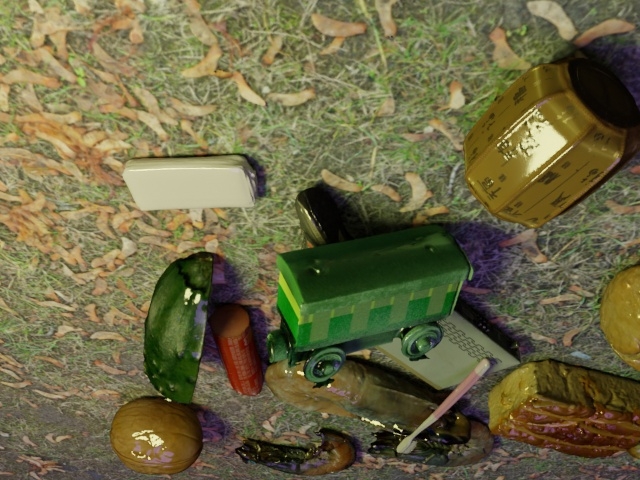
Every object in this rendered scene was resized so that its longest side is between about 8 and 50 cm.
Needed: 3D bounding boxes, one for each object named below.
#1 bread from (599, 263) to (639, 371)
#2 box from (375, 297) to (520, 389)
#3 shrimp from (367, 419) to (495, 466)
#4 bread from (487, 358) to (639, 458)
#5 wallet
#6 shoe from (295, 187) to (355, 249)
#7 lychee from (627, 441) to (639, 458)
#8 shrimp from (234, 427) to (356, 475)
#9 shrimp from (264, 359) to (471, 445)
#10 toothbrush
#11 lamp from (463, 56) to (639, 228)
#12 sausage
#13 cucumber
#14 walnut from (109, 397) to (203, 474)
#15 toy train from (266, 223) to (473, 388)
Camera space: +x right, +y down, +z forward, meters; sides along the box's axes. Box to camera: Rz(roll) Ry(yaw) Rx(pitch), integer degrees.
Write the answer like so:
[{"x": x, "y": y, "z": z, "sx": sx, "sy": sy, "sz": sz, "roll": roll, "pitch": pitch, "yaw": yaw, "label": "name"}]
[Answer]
[{"x": 0.557, "y": 0.130, "z": 1.107, "sx": 0.245, "sy": 0.134, "sz": 0.244, "roll": 6, "pitch": 142, "yaw": 5, "label": "bread"}, {"x": 0.206, "y": 0.170, "z": 1.267, "sx": 0.211, "sy": 0.045, "sz": 0.270, "roll": -30, "pitch": 129, "yaw": 35, "label": "box"}, {"x": 0.257, "y": 0.442, "z": 1.579, "sx": 0.289, "sy": 0.075, "sz": 0.178, "roll": 14, "pitch": 132, "yaw": -9, "label": "shrimp"}, {"x": 0.486, "y": 0.330, "z": 1.379, "sx": 0.275, "sy": 0.114, "sz": 0.184, "roll": 14, "pitch": 141, "yaw": -13, "label": "bread"}, {"x": -0.181, "y": -0.081, "z": 1.016, "sx": 0.190, "sy": 0.033, "sz": 0.095, "roll": -2, "pitch": 142, "yaw": 10, "label": "wallet"}, {"x": -0.001, "y": -0.001, "z": 1.065, "sx": 0.077, "sy": 0.074, "sz": 0.194, "roll": -9, "pitch": 141, "yaw": 25, "label": "shoe"}, {"x": 0.749, "y": 0.404, "z": 1.320, "sx": 0.270, "sy": 0.320, "sz": 0.269, "roll": -27, "pitch": 137, "yaw": -29, "label": "lychee"}, {"x": -0.051, "y": 0.496, "z": 1.687, "sx": 0.291, "sy": 0.054, "sz": 0.222, "roll": 10, "pitch": 142, "yaw": -11, "label": "shrimp"}, {"x": 0.099, "y": 0.330, "z": 1.437, "sx": 0.446, "sy": 0.109, "sz": 0.221, "roll": 19, "pitch": 145, "yaw": -10, "label": "shrimp"}, {"x": 0.228, "y": 0.313, "z": 1.330, "sx": 0.025, "sy": 0.020, "sz": 0.286, "roll": 20, "pitch": 124, "yaw": -23, "label": "toothbrush"}, {"x": 0.264, "y": -0.111, "z": 0.833, "sx": 0.161, "sy": 0.161, "sz": 0.185, "roll": 20, "pitch": 140, "yaw": -17, "label": "lamp"}, {"x": -0.151, "y": 0.224, "z": 1.352, "sx": 0.074, "sy": 0.074, "sz": 0.274, "roll": 1, "pitch": 141, "yaw": 5, "label": "sausage"}, {"x": -0.251, "y": 0.153, "z": 1.239, "sx": 0.105, "sy": 0.145, "sz": 0.325, "roll": 8, "pitch": 137, "yaw": -14, "label": "cucumber"}, {"x": -0.358, "y": 0.427, "z": 1.561, "sx": 0.207, "sy": 0.167, "sz": 0.167, "roll": 7, "pitch": 141, "yaw": 2, "label": "walnut"}, {"x": 0.065, "y": 0.092, "z": 1.036, "sx": 0.301, "sy": 0.120, "sz": 0.202, "roll": -11, "pitch": 132, "yaw": -21, "label": "toy train"}]
